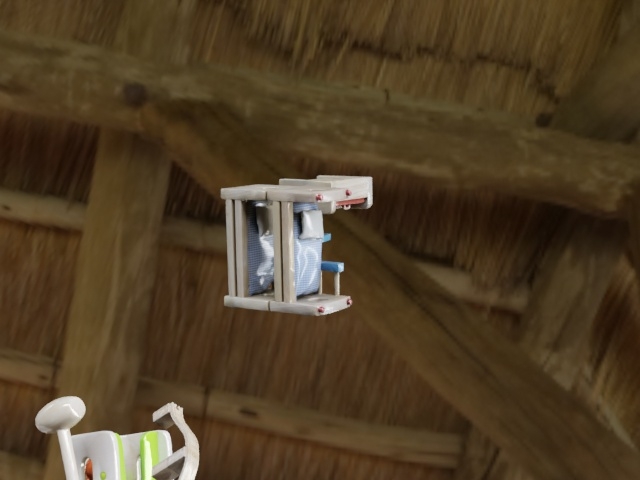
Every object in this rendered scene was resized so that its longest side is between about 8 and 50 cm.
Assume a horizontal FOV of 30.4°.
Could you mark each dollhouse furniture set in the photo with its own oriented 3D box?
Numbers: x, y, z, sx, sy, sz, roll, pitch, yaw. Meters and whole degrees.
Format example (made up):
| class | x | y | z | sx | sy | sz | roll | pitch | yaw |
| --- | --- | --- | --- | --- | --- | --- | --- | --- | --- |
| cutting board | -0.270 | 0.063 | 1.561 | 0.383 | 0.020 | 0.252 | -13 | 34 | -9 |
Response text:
| class | x | y | z | sx | sy | sz | roll | pitch | yaw |
| --- | --- | --- | --- | --- | --- | --- | --- | --- | --- |
| dollhouse furniture set | 0.000 | 0.000 | 1.297 | 0.128 | 0.183 | 0.129 | 5 | -81 | 36 |

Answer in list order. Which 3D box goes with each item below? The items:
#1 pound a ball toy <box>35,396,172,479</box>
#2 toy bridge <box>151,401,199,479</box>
| class | x | y | z | sx | sy | sz | roll | pitch | yaw |
| --- | --- | --- | --- | --- | --- | --- | --- | --- | --- |
| pound a ball toy | -0.326 | 0.392 | 1.702 | 0.135 | 0.319 | 0.208 | -15 | -15 | 34 |
| toy bridge | -0.177 | 0.274 | 1.438 | 0.063 | 0.188 | 0.026 | -34 | -54 | 22 |
